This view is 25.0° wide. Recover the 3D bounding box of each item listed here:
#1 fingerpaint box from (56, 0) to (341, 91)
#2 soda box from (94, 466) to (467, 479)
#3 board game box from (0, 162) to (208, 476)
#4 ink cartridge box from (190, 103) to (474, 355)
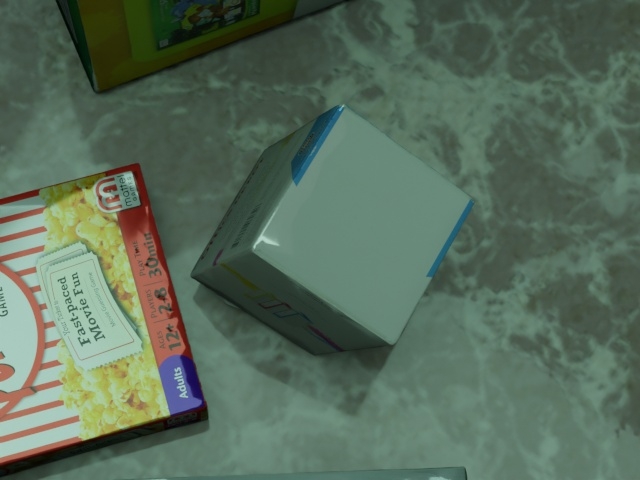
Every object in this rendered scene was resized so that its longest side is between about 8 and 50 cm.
[{"bbox_3d":[0.014,-0.285,0.701,0.371,0.445,0.163,-22,76,-9],"label":"fingerpaint box"},{"bbox_3d":[-0.066,0.174,0.748,0.286,0.091,0.098,-1,75,-4],"label":"soda box"},{"bbox_3d":[-0.174,0.053,0.799,0.194,0.045,0.146,-16,76,-8],"label":"board game box"},{"bbox_3d":[0.000,0.000,0.784,0.090,0.143,0.092,34,74,-12],"label":"ink cartridge box"}]
